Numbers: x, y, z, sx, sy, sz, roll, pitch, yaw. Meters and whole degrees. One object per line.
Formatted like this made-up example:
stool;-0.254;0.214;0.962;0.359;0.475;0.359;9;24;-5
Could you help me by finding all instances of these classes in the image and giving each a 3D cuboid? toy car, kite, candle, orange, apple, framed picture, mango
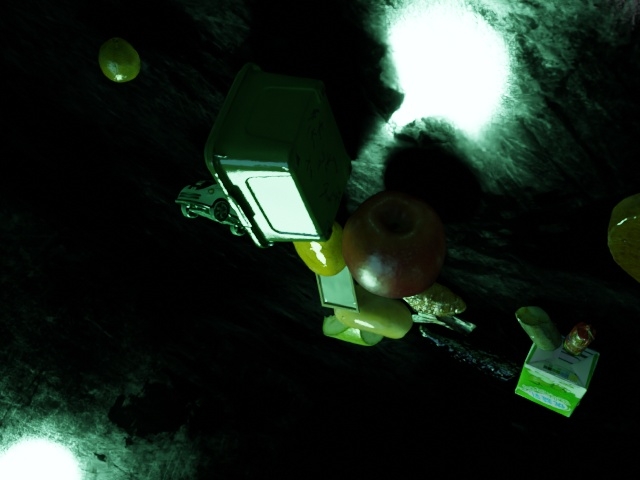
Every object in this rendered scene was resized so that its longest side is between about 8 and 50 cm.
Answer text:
toy car;-0.225;-0.088;1.813;0.136;0.125;0.306;9;173;43
kite;0.328;0.232;1.986;0.267;0.013;0.323;3;146;45
candle;0.595;0.222;1.602;0.052;0.052;0.131;23;158;13
orange;-0.425;-0.381;1.476;0.085;0.085;0.095;22;147;17
apple;0.153;0.009;1.457;0.218;0.218;0.201;23;150;14
framed picture;0.037;0.095;1.899;0.136;0.010;0.201;6;116;42
mango;0.003;-0.003;1.750;0.157;0.109;0.262;32;155;19

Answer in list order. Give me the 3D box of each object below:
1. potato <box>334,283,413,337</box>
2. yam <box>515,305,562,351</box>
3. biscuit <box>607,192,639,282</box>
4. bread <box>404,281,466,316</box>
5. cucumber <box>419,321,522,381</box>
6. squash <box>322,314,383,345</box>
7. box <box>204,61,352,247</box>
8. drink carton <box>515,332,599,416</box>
potato;0.147;0.198;1.961;0.233;0.150;0.146;12;113;25
yam;0.513;0.201;1.637;0.069;0.070;0.146;5;147;44
biscuit;0.654;0.018;1.078;0.394;0.070;0.350;2;148;49
bread;0.260;0.137;1.787;0.233;0.076;0.105;31;156;-1
cucumber;0.410;0.306;1.952;0.303;0.072;0.081;25;160;1
squash;0.061;0.273;2.280;0.252;0.093;0.169;10;153;38
box;-0.064;-0.151;1.343;0.177;0.253;0.329;7;152;23
drink carton;0.599;0.338;1.773;0.161;0.108;0.271;23;158;20
